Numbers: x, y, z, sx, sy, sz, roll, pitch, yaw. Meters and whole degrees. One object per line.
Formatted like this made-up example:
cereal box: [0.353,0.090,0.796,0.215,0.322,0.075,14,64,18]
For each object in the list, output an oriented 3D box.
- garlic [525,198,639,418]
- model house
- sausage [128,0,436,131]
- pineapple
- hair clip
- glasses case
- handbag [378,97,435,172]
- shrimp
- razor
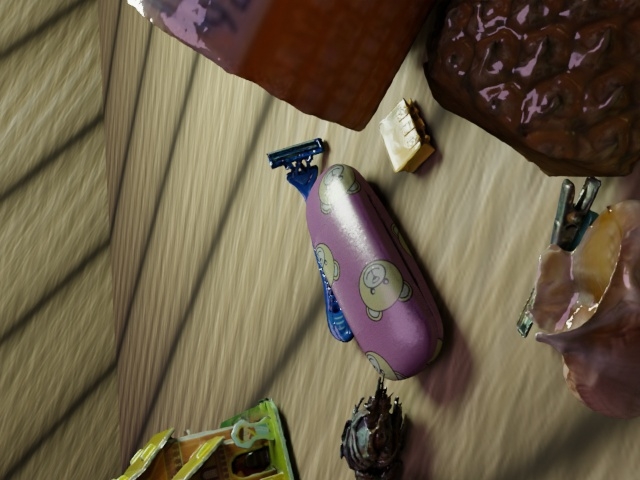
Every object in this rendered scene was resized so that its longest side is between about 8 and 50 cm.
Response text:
garlic: [0.242,0.053,0.467,0.123,0.099,0.175,13,102,13]
model house: [-0.238,0.514,1.068,0.300,0.323,0.341,-41,59,53]
sausage: [0.005,-0.263,0.449,0.233,0.233,0.287,45,112,47]
pineapple: [0.225,-0.227,0.420,0.202,0.201,0.362,45,115,47]
hair clip: [0.229,0.023,0.540,0.049,0.049,0.173,44,134,47]
glasses case: [0.063,0.033,0.773,0.123,0.075,0.317,-52,51,39]
handbag: [0.108,-0.134,0.733,0.061,0.027,0.083,-45,54,51]
shrimp: [0.070,0.260,0.766,0.079,0.090,0.233,-106,14,-55]
razor: [0.002,0.002,0.901,0.056,0.093,0.325,48,-154,-77]
